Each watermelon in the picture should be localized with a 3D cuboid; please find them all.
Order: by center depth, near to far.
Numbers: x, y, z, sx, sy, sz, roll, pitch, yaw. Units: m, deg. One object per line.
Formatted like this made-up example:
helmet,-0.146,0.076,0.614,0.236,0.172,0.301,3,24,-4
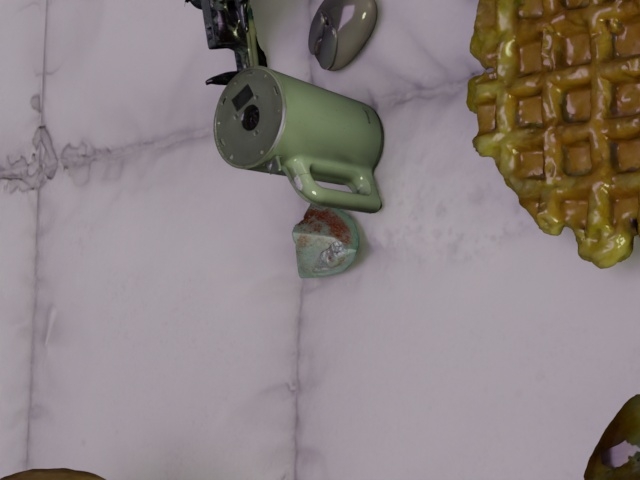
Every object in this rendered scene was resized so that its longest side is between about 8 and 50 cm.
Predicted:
watermelon,0.000,0.000,1.259,0.085,0.061,0.085,-15,71,51

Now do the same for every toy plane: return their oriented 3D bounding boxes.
toy plane,-0.097,-0.228,1.367,0.192,0.088,0.261,175,97,-71

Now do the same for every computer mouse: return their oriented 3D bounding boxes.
computer mouse,0.018,-0.218,1.287,0.096,0.039,0.066,-51,53,27

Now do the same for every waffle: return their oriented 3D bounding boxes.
waffle,0.250,-0.148,1.037,0.302,0.068,0.325,-55,53,24

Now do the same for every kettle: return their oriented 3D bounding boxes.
kettle,-0.010,-0.099,1.224,0.127,0.148,0.098,37,107,42

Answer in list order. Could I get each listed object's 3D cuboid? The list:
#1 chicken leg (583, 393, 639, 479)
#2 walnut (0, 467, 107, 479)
chicken leg,0.335,0.134,0.881,0.201,0.153,0.429,47,109,23
walnut,-0.263,0.409,1.282,0.384,0.384,0.383,-7,79,43
